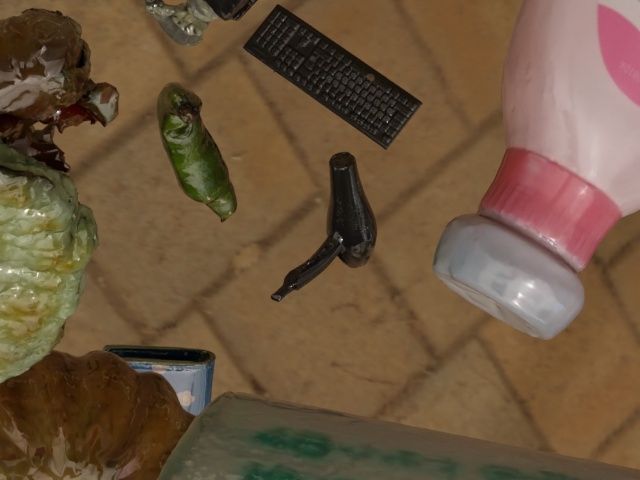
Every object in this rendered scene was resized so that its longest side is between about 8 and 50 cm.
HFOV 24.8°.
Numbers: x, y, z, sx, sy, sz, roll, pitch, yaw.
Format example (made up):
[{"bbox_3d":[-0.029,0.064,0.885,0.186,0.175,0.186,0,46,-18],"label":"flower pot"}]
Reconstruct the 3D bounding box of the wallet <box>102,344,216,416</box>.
[{"bbox_3d":[-0.197,0.223,1.685,0.141,0.059,0.202,5,109,-3],"label":"wallet"}]

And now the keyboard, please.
[{"bbox_3d":[0.011,-0.170,1.505,0.064,0.198,0.010,-53,161,-2],"label":"keyboard"}]

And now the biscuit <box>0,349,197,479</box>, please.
[{"bbox_3d":[-0.222,0.246,1.211,0.325,0.107,0.326,1,79,-6],"label":"biscuit"}]

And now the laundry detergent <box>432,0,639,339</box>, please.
[{"bbox_3d":[0.174,-0.106,0.763,0.159,0.088,0.335,33,85,-18],"label":"laundry detergent"}]

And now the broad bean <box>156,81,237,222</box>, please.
[{"bbox_3d":[-0.109,-0.079,1.234,0.046,0.195,0.061,-23,66,-5],"label":"broad bean"}]

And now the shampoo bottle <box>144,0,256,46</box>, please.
[{"bbox_3d":[-0.053,-0.207,1.032,0.063,0.207,0.057,45,43,-6],"label":"shampoo bottle"}]

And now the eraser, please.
[{"bbox_3d":[0.058,0.172,0.756,0.290,0.189,0.104,9,112,9],"label":"eraser"}]

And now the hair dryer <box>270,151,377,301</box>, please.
[{"bbox_3d":[0.000,0.000,0.829,0.083,0.031,0.079,-46,143,-30],"label":"hair dryer"}]

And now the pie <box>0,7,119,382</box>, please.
[{"bbox_3d":[-0.248,-0.007,0.732,0.274,0.105,0.257,6,123,-14],"label":"pie"}]
